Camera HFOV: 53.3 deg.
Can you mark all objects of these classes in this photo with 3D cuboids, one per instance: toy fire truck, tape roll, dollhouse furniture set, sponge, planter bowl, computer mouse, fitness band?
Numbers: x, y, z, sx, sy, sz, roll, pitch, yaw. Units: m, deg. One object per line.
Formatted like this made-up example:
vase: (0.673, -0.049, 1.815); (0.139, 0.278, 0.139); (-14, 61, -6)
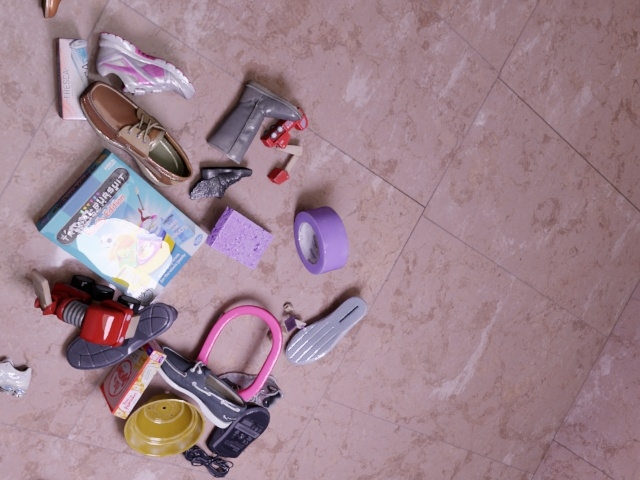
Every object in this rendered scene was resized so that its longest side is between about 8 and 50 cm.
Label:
toy fire truck: (-0.095, -0.266, 1.790); (0.192, 0.047, 0.135); (-46, 123, -11)
tape roll: (0.000, 0.000, 1.844); (0.080, 0.189, 0.188); (-15, 112, -25)
dollhouse furniture set: (-0.104, 0.268, 1.960); (0.114, 0.091, 0.081); (-38, 140, 18)
sponge: (-0.219, -0.003, 1.763); (0.117, 0.031, 0.210); (-58, 147, -3)
toy fire truck: (-0.569, 0.154, 1.493); (0.158, 0.217, 0.246); (-70, 164, 6)
planter bowl: (-0.437, 0.496, 1.788); (0.217, 0.090, 0.217); (-7, 122, -12)
computer mouse: (-0.274, 0.588, 1.946); (0.272, 0.072, 0.188); (-42, 124, 2)
fitness band: (-0.231, 0.323, 1.831); (0.209, 0.054, 0.290); (28, 91, -1)

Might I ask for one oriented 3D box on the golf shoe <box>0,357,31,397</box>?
golf shoe: (-0.799, 0.323, 1.563); (0.176, 0.069, 0.086); (29, 69, -37)

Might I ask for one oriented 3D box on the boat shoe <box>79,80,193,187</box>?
boat shoe: (-0.423, -0.254, 1.531); (0.324, 0.120, 0.122); (47, 59, -40)

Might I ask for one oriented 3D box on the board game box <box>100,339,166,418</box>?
board game box: (-0.497, 0.349, 1.687); (0.045, 0.147, 0.193); (35, 86, -34)

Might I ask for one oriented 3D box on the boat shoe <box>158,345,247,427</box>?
boat shoe: (-0.331, 0.384, 1.758); (0.091, 0.114, 0.302); (-41, 106, 15)

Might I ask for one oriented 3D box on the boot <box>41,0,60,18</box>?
boot: (-0.532, -0.574, 1.424); (0.152, 0.073, 0.197); (10, 102, -37)

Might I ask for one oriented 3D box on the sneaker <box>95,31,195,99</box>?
sneaker: (-0.425, -0.394, 1.532); (0.252, 0.103, 0.111); (24, 94, -26)

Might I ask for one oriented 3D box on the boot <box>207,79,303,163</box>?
boot: (-0.173, -0.297, 1.699); (0.190, 0.076, 0.208); (28, 82, -2)

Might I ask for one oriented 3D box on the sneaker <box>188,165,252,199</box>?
sneaker: (-0.268, -0.153, 1.724); (0.170, 0.051, 0.089); (-3, 107, -25)

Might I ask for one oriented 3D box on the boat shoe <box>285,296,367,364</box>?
boat shoe: (0.026, 0.292, 2.006); (0.302, 0.109, 0.094); (-34, 162, -8)

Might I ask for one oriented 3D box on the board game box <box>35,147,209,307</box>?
board game box: (-0.491, -0.024, 1.614); (0.253, 0.079, 0.336); (-51, 123, -8)

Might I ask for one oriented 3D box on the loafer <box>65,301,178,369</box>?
loafer: (-0.506, 0.252, 1.657); (0.303, 0.095, 0.109); (-25, 83, 5)

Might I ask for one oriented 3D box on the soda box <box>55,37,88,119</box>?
soda box: (-0.571, -0.371, 1.471); (0.063, 0.058, 0.183); (-6, 109, -29)

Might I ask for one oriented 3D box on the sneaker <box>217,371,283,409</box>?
sneaker: (-0.211, 0.453, 1.896); (0.229, 0.132, 0.086); (2, 104, -31)
